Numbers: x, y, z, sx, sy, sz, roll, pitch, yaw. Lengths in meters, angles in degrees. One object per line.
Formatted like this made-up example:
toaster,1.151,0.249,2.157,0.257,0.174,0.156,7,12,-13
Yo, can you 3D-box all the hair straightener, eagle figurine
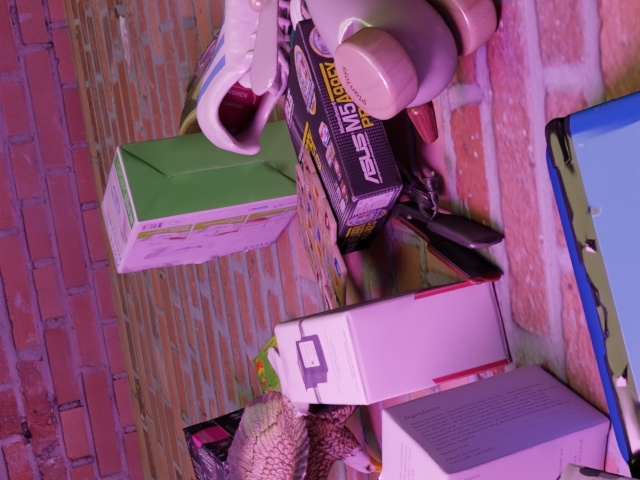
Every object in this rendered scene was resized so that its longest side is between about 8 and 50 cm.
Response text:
hair straightener,0.126,-0.037,1.159,0.230,0.047,0.089,-131,35,-59
eagle figurine,-0.015,0.292,1.439,0.225,0.298,0.226,31,-178,12

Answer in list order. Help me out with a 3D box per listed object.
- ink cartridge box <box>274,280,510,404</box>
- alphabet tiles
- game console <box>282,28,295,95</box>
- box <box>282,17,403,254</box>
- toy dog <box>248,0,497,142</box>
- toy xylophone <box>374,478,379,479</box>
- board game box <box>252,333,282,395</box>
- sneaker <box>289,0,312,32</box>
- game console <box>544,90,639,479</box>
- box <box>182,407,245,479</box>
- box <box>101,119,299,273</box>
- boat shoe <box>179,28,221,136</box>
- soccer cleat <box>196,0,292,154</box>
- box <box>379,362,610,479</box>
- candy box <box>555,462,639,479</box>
ink cartridge box,0.070,0.114,1.187,0.237,0.172,0.100,160,98,-69
alphabet tiles,0.000,0.000,1.362,0.237,0.009,0.198,89,163,-56
game console,-0.057,-0.261,1.456,0.071,0.107,0.122,-35,-65,-82
box,0.018,-0.114,1.281,0.270,0.060,0.216,113,141,-75
toy dog,0.032,-0.206,1.085,0.334,0.220,0.161,-120,13,-45
toy xylophone,0.136,0.333,1.265,0.323,0.081,0.236,115,139,-57
board game box,-0.058,0.208,1.739,0.181,0.043,0.092,127,128,-62
sneaker,-0.003,-0.335,1.302,0.077,0.072,0.178,1,110,56
game console,0.281,0.035,0.817,0.250,0.173,0.293,-16,86,38
box,-0.111,0.382,1.801,0.247,0.163,0.142,-169,65,-67
box,-0.175,-0.059,1.595,0.231,0.261,0.127,130,126,-65
boat shoe,-0.159,-0.241,1.689,0.285,0.102,0.092,131,129,-60
soccer cleat,-0.071,-0.265,1.365,0.143,0.116,0.331,49,128,55
box,0.161,0.237,1.013,0.119,0.181,0.181,40,138,55
candy box,0.270,0.265,0.747,0.233,0.071,0.159,46,163,-12
